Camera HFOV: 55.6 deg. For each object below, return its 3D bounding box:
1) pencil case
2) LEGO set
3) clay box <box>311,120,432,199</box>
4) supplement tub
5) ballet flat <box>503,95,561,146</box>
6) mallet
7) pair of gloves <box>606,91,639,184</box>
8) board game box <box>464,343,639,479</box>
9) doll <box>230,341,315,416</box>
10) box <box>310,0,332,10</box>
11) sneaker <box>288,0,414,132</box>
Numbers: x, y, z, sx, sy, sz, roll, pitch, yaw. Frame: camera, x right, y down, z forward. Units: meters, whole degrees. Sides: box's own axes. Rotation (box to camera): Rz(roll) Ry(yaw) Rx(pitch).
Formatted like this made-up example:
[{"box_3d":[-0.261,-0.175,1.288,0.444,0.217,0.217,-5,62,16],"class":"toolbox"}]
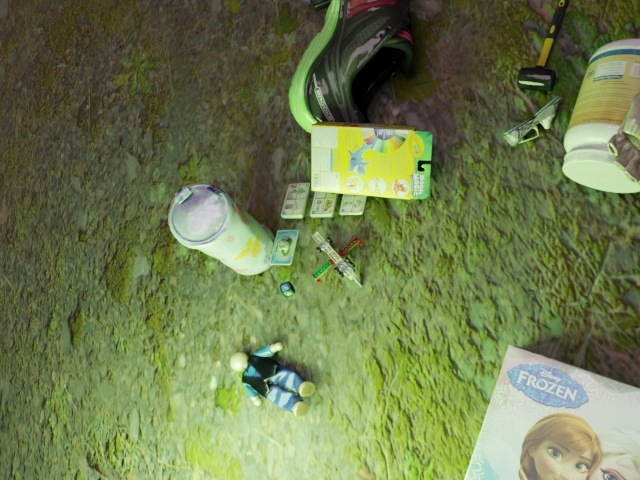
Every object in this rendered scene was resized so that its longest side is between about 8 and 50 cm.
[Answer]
[{"box_3d":[-0.174,-0.014,1.126,0.124,0.273,0.113,31,85,21],"class":"pencil case"},{"box_3d":[0.000,0.000,1.175,0.183,0.060,0.244,-1,62,26],"class":"LEGO set"},{"box_3d":[0.094,-0.148,1.114,0.222,0.053,0.127,7,110,17],"class":"clay box"},{"box_3d":[0.463,-0.188,0.933,0.144,0.144,0.199,17,82,30],"class":"supplement tub"},{"box_3d":[0.373,-0.202,1.051,0.114,0.041,0.041,-36,62,13],"class":"ballet flat"},{"box_3d":[0.414,-0.348,1.077,0.062,0.039,0.189,24,82,30],"class":"mallet"},{"box_3d":[0.522,-0.125,0.854,0.204,0.042,0.240,-46,103,-12],"class":"pair of gloves"},{"box_3d":[0.374,0.349,0.853,0.319,0.066,0.318,16,82,30],"class":"board game box"},{"box_3d":[-0.095,0.252,1.131,0.189,0.046,0.129,18,92,36],"class":"doll"},{"box_3d":[0.029,-0.602,1.352,0.116,0.029,0.162,-13,70,23],"class":"box"},{"box_3d":[0.110,-0.422,1.187,0.202,0.185,0.482,22,94,22],"class":"sneaker"}]
